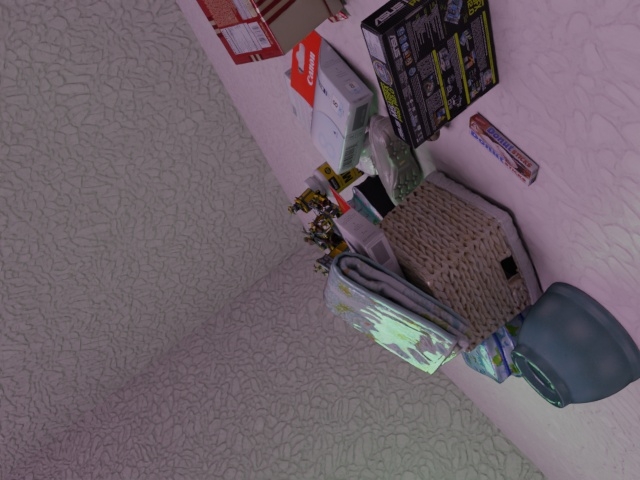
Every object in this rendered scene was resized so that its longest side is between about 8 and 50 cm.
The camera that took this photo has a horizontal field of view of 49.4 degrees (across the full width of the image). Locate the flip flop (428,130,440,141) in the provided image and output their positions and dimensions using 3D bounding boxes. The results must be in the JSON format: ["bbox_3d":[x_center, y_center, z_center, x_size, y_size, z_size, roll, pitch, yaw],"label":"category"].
[{"bbox_3d":[0.252,-0.288,1.519,0.277,0.080,0.112,36,-128,-72],"label":"flip flop"}]

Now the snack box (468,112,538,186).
[{"bbox_3d":[0.377,-0.189,1.445,0.178,0.022,0.064,48,172,24],"label":"snack box"}]

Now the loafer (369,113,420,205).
[{"bbox_3d":[0.208,-0.224,1.976,0.111,0.112,0.320,52,166,43],"label":"loafer"}]

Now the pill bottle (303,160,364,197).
[{"bbox_3d":[0.049,-0.228,2.452,0.119,0.208,0.119,50,172,10],"label":"pill bottle"}]

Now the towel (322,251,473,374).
[{"bbox_3d":[0.175,0.191,1.748,0.374,0.090,0.321,32,157,8],"label":"towel"}]

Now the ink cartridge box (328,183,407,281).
[{"bbox_3d":[0.115,0.024,1.817,0.261,0.066,0.296,44,169,45],"label":"ink cartridge box"}]

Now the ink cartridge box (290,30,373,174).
[{"bbox_3d":[-0.007,-0.430,2.045,0.385,0.091,0.308,51,157,24],"label":"ink cartridge box"}]

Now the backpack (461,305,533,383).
[{"bbox_3d":[0.505,0.261,1.983,0.355,0.273,0.290,9,118,60],"label":"backpack"}]

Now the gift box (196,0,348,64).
[{"bbox_3d":[-0.102,-0.582,1.657,0.276,0.258,0.255,12,141,47],"label":"gift box"}]

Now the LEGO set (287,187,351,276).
[{"bbox_3d":[0.000,0.000,2.379,0.255,0.192,0.331,34,164,40],"label":"LEGO set"}]

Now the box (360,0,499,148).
[{"bbox_3d":[0.198,-0.320,1.203,0.060,0.216,0.270,44,169,38],"label":"box"}]

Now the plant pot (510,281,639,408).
[{"bbox_3d":[0.585,0.274,1.667,0.293,0.196,0.293,51,172,10],"label":"plant pot"}]

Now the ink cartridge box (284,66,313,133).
[{"bbox_3d":[-0.024,-0.451,2.437,0.239,0.060,0.275,49,171,16],"label":"ink cartridge box"}]

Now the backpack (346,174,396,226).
[{"bbox_3d":[0.198,-0.085,2.371,0.225,0.191,0.253,49,176,15],"label":"backpack"}]

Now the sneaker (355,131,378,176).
[{"bbox_3d":[0.161,-0.263,2.184,0.115,0.090,0.232,41,176,9],"label":"sneaker"}]

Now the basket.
[{"bbox_3d":[0.345,0.053,1.830,0.328,0.266,0.331,57,172,-36],"label":"basket"}]
